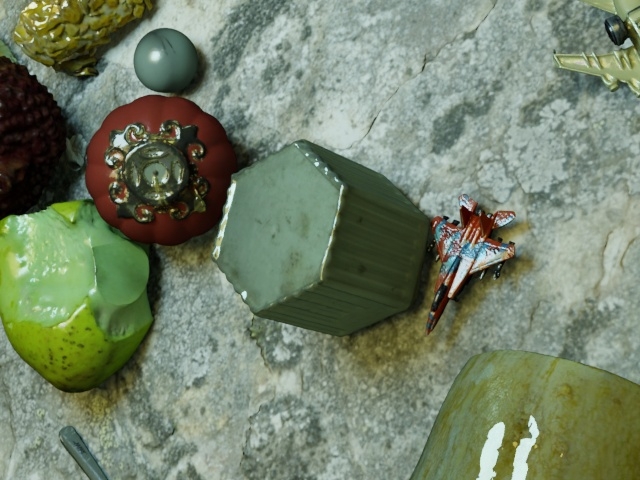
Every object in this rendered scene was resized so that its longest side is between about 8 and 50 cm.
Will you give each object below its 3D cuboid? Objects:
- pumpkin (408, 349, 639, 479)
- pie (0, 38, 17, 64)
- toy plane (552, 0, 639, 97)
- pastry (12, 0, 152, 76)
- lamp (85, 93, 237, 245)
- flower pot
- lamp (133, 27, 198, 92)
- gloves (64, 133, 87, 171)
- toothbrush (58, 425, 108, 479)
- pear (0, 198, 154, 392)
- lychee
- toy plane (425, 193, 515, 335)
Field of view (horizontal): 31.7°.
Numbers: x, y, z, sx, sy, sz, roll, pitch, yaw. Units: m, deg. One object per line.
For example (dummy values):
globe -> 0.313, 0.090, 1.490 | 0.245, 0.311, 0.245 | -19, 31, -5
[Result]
pumpkin -> 0.267, 0.242, 1.199 | 0.332, 0.332, 0.199 | 15, 82, 34
pie -> -0.665, -0.251, 2.058 | 0.306, 0.071, 0.306 | -6, 78, 30
toy plane -> 0.408, -0.239, 1.372 | 0.229, 0.092, 0.244 | -27, 61, 8
pastry -> -0.396, -0.370, 1.878 | 0.250, 0.154, 0.102 | -35, 59, 13
lamp -> -0.235, -0.104, 1.677 | 0.227, 0.227, 0.227 | -9, 73, 30
flower pot -> 0.000, 0.000, 1.486 | 0.239, 0.190, 0.209 | -26, 61, 34
lamp -> -0.245, -0.284, 1.782 | 0.105, 0.105, 0.105 | -9, 73, 30
gloves -> -0.415, -0.145, 1.889 | 0.037, 0.044, 0.081 | -21, 45, 38
toothbrush -> -0.320, 0.383, 1.705 | 0.030, 0.030, 0.297 | -39, 55, -12
pear -> -0.403, 0.097, 1.746 | 0.286, 0.176, 0.281 | -12, 74, 30
lychee -> -0.567, -0.164, 1.816 | 0.330, 0.306, 0.306 | 35, 97, 37
toy plane -> 0.180, 0.037, 1.461 | 0.130, 0.061, 0.189 | 24, 95, 33
